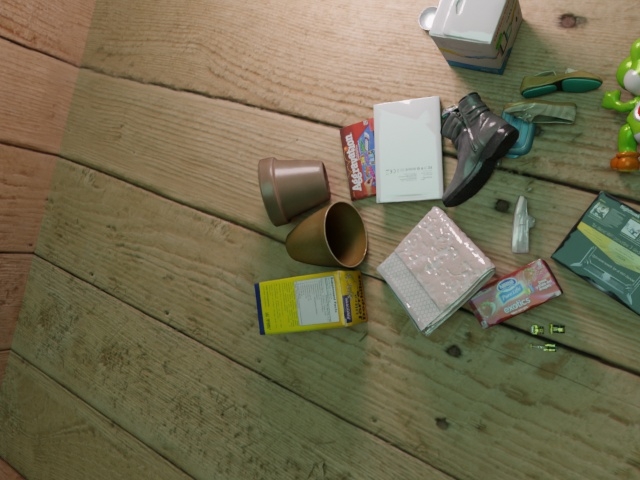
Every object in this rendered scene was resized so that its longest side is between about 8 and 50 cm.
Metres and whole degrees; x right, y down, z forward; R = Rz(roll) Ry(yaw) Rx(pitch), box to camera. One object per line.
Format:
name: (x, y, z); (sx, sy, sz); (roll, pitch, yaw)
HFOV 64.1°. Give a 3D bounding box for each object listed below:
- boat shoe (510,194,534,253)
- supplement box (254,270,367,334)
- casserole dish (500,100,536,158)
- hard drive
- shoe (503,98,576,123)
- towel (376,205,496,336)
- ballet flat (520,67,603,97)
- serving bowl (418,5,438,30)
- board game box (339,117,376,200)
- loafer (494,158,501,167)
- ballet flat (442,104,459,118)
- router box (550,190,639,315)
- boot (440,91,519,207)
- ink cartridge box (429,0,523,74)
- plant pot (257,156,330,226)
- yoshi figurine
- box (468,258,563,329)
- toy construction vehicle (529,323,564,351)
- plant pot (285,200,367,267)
boat shoe: (0.642, -0.049, 1.613); (0.063, 0.066, 0.184); (6, 88, 13)
supplement box: (-0.035, 0.227, 1.868); (0.356, 0.195, 0.194); (-10, 83, 27)
casserole dish: (0.630, -0.361, 1.646); (0.114, 0.037, 0.188); (11, 92, 26)
hard drive: (0.307, -0.311, 1.788); (0.233, 0.047, 0.353); (-3, 87, 19)
shoe: (0.675, -0.392, 1.570); (0.219, 0.076, 0.058); (3, 84, 4)
towel: (0.364, 0.093, 1.681); (0.317, 0.053, 0.332); (-48, 45, 17)
ballet flat: (0.739, -0.496, 1.577); (0.232, 0.080, 0.073); (0, 72, 26)
serving bowl: (0.389, -0.775, 1.793); (0.083, 0.027, 0.083); (-1, 87, 28)
board game box: (0.159, -0.298, 1.888); (0.145, 0.027, 0.281); (-13, 82, 27)
loafer: (0.552, -0.296, 1.680); (0.045, 0.039, 0.125); (-31, 74, 22)
ballet flat: (0.466, -0.448, 1.733); (0.114, 0.041, 0.041); (-13, 82, 25)
router box: (0.875, 0.041, 1.477); (0.309, 0.081, 0.243); (39, 105, 23)
boot: (0.469, -0.293, 1.679); (0.223, 0.118, 0.338); (52, 122, 30)
ink cartridge box: (0.491, -0.673, 1.600); (0.197, 0.270, 0.198); (22, 98, 26)
plant pot: (-0.086, -0.198, 1.907); (0.229, 0.263, 0.263); (-11, 82, 7)
yoshi figurine: (0.920, -0.384, 1.455); (0.203, 0.203, 0.362); (-160, 64, -66)
box: (0.599, 0.167, 1.584); (0.257, 0.128, 0.123); (-31, 73, 23)
toy construction vehicle: (0.699, 0.299, 1.579); (0.098, 0.035, 0.086); (3, 89, 27)
plant pot: (0.000, 0.000, 1.861); (0.254, 0.237, 0.237); (-14, 81, 40)
